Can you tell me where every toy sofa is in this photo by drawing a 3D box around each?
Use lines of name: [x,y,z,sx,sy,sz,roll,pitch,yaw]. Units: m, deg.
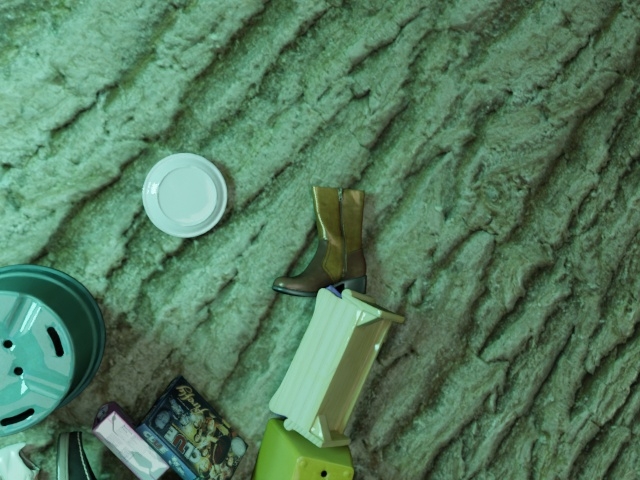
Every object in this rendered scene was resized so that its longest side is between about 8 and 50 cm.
toy sofa: [0.040,0.300,1.482,0.150,0.177,0.363,24,90,-57]

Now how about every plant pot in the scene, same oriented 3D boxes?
plant pot: [-0.034,0.568,1.448,0.212,0.187,0.212,19,82,-16]
plant pot: [-0.604,0.218,1.194,0.341,0.334,0.341,0,88,-18]

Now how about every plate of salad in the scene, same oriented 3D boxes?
plate of salad: [-0.322,-0.107,1.452,0.199,0.048,0.200,-3,99,-23]

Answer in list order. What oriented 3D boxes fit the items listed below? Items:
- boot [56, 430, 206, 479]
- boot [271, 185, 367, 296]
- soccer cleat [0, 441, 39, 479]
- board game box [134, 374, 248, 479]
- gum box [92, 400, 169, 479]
boot: [-0.372,0.547,1.247,0.284,0.138,0.377,-13,71,-22]
boot: [0.000,0.000,1.531,0.264,0.096,0.280,-2,88,-18]
soccer cleat: [-0.635,0.532,1.313,0.076,0.068,0.196,-23,92,-21]
board game box: [-0.287,0.452,1.393,0.243,0.042,0.165,49,32,-11]
gum box: [-0.427,0.448,1.362,0.062,0.107,0.188,-43,101,-15]
